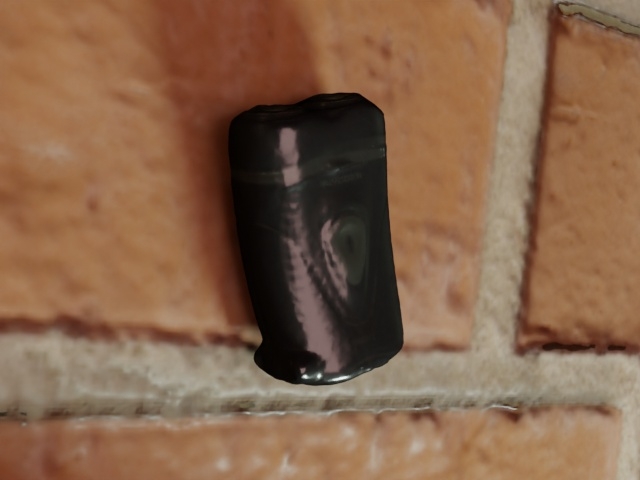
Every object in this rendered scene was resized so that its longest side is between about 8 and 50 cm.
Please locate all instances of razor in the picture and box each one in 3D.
[{"bbox_3d":[0.000,0.000,0.491,0.090,0.054,0.148,-15,105,-33],"label":"razor"}]
